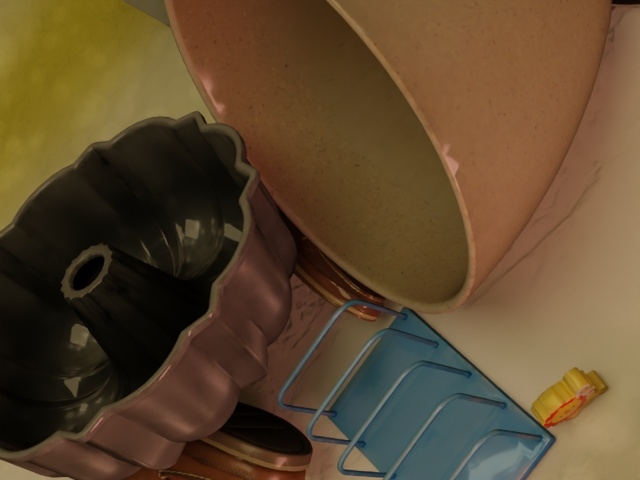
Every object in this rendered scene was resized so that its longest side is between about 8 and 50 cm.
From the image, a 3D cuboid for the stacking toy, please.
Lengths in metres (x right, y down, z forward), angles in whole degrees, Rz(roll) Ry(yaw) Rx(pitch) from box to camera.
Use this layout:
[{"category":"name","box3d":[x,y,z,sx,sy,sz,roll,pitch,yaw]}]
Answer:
[{"category":"stacking toy","box3d":[0.274,0.108,0.739,0.221,0.052,0.167,-46,57,16]}]

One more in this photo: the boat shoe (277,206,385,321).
[{"category":"boat shoe","box3d":[0.000,0.000,0.951,0.060,0.064,0.178,-53,52,14]}]

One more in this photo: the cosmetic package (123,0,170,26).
[{"category":"cosmetic package","box3d":[-0.289,-0.423,1.128,0.097,0.284,0.377,-42,57,21]}]

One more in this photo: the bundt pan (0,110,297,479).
[{"category":"bundt pan","box3d":[-0.154,0.057,0.905,0.331,0.124,0.331,-24,43,24]}]

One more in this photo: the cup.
[{"category":"cup","box3d":[0.076,-0.145,0.811,0.237,0.331,0.331,-38,53,-18]}]

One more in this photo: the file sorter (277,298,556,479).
[{"category":"file sorter","box3d":[0.067,0.140,0.843,0.170,0.104,0.118,42,102,35]}]

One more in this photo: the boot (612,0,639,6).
[{"category":"boot","box3d":[0.273,-0.277,0.829,0.244,0.088,0.176,7,75,35]}]

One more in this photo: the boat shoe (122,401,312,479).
[{"category":"boat shoe","box3d":[-0.128,0.188,0.974,0.307,0.110,0.104,11,88,46]}]
